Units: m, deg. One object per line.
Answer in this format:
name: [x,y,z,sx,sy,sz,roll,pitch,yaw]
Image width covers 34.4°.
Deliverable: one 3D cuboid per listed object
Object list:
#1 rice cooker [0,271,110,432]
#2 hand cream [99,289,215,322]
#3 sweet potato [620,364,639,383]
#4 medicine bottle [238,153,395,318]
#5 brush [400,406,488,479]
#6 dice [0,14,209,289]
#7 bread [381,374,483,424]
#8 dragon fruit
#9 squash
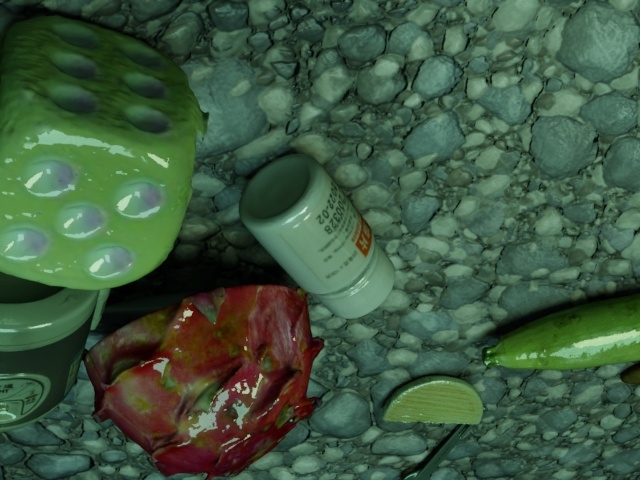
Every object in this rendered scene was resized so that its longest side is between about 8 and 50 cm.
rice cooker: [-0.446,0.094,1.422,0.288,0.288,0.277,9,129,-20]
hand cream: [-0.227,0.106,1.633,0.255,0.048,0.079,-6,160,-9]
sweet potato: [0.676,0.205,1.914,0.074,0.075,0.269,26,135,-31]
medicine bottle: [0.000,0.000,1.525,0.144,0.144,0.252,-27,130,12]
brush: [0.245,0.408,2.039,0.062,0.027,0.266,21,121,-29]
dice: [-0.300,-0.106,1.286,0.254,0.252,0.250,12,129,-25]
bread: [0.214,0.288,1.911,0.193,0.036,0.112,3,126,-10]
dragon fruit: [-0.160,0.225,1.561,0.371,0.249,0.386,-17,161,-12]
squash: [0.464,0.163,1.798,0.370,0.118,0.118,-8,133,-2]
